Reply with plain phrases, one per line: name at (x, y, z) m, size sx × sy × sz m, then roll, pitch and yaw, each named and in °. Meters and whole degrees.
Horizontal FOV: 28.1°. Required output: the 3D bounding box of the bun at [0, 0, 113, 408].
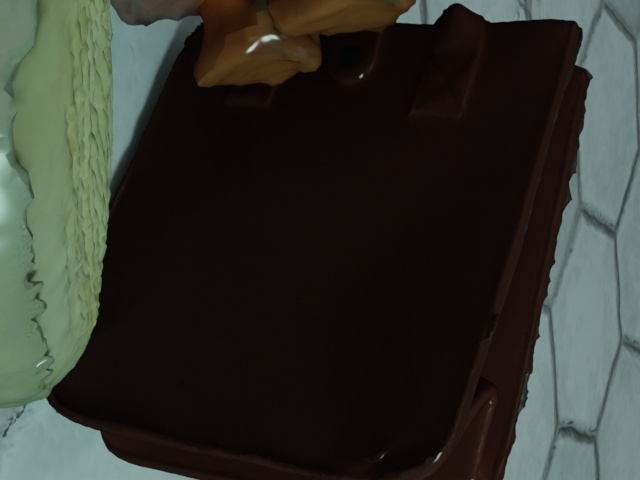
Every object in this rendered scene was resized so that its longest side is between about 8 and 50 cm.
bun at (-0.152, -0.071, 0.487) m, size 0.287 × 0.146 × 0.287 m, roll -179°, pitch -90°, yaw -86°

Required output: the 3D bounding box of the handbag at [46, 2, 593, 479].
handbag at (-0.001, 0.000, 0.698) m, size 0.084 × 0.260 × 0.276 m, roll 48°, pitch 55°, yaw -51°

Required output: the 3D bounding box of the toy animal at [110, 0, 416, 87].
toy animal at (-0.057, -0.231, 0.662) m, size 0.169 × 0.195 × 0.281 m, roll 5°, pitch 73°, yaw -42°
